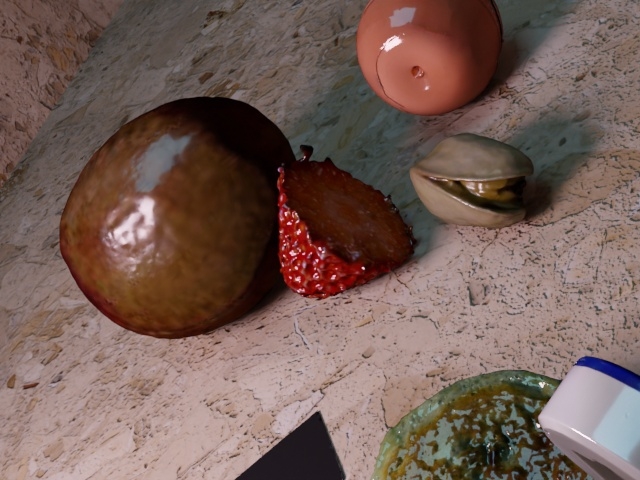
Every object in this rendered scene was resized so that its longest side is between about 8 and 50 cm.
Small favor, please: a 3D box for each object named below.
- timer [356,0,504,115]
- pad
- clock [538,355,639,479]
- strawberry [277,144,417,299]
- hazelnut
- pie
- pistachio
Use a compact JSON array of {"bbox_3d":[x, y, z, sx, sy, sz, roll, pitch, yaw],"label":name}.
[{"bbox_3d":[0.172,-0.315,2.006,0.230,0.229,0.215,-26,25,34],"label":"timer"},{"bbox_3d":[-0.075,0.348,1.710,0.243,0.004,0.163,-41,28,9],"label":"pad"},{"bbox_3d":[0.307,0.201,1.136,0.083,0.230,0.230,-51,28,-9],"label":"clock"},{"bbox_3d":[0.000,0.000,1.872,0.178,0.234,0.234,-54,20,33],"label":"strawberry"},{"bbox_3d":[-0.206,-0.037,2.042,0.353,0.421,0.420,23,67,19],"label":"hazelnut"},{"bbox_3d":[0.185,0.266,1.325,0.303,0.067,0.302,-15,50,18],"label":"pie"},{"bbox_3d":[0.210,-0.081,1.753,0.206,0.131,0.129,20,111,60],"label":"pistachio"}]
